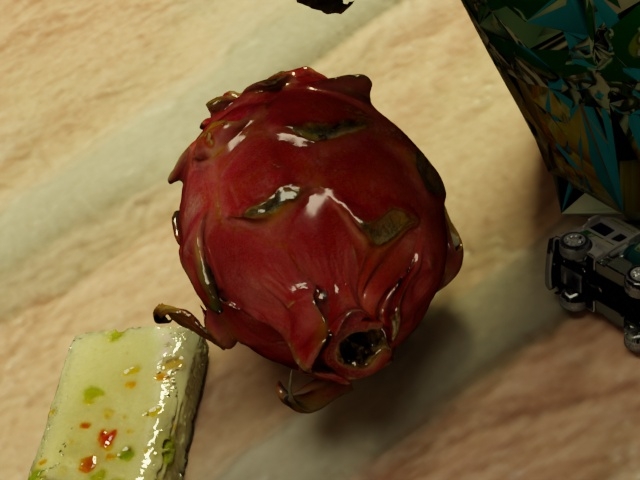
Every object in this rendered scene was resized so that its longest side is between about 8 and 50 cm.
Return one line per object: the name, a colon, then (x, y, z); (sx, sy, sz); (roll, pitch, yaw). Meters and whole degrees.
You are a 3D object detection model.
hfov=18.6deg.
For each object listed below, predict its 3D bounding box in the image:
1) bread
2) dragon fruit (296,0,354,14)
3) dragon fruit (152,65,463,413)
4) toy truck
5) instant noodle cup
bread: (-0.096, 0.101, 0.880); (0.068, 0.028, 0.154); (-6, 45, 21)
dragon fruit: (0.053, -0.199, 0.773); (0.295, 0.130, 0.268); (9, 58, 32)
dragon fruit: (0.000, 0.000, 0.868); (0.136, 0.133, 0.166); (-58, 34, 28)
toy truck: (0.140, 0.019, 0.846); (0.044, 0.039, 0.083); (-30, 43, -30)
instant noodle cup: (0.163, -0.128, 0.868); (0.240, 0.178, 0.240); (-14, 44, 14)
